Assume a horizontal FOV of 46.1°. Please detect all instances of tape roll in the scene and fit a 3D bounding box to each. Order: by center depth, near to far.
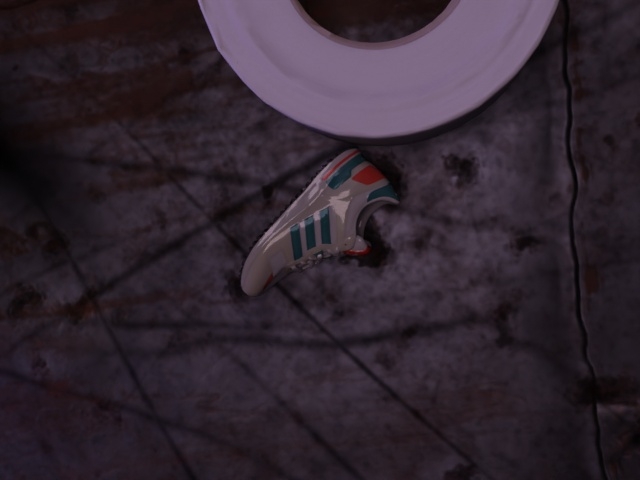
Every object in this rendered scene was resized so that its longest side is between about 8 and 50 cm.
[{"bbox_3d":[0.046,-0.219,0.604,0.286,0.100,0.286,1,94,8],"label":"tape roll"}]

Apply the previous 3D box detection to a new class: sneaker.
[{"bbox_3d":[0.000,0.000,0.643,0.075,0.057,0.161,42,95,10],"label":"sneaker"}]
